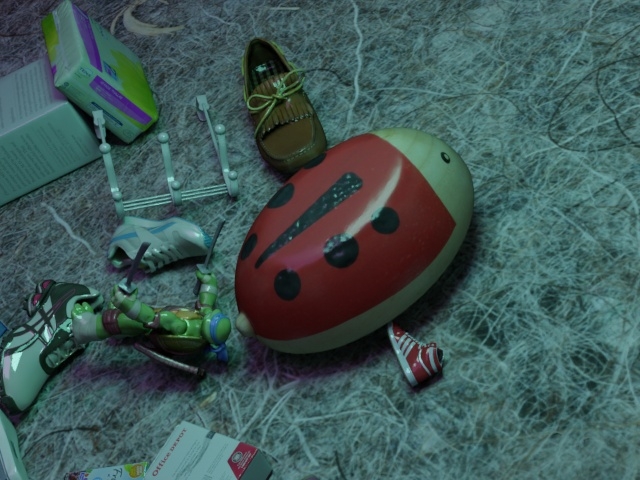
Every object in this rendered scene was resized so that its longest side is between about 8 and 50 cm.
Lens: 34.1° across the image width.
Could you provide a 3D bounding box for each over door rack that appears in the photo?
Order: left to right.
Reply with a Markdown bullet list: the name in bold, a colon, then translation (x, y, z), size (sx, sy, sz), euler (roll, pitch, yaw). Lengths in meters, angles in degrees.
- **over door rack**: translation (-0.308, -0.186, 2.012), size (0.239, 0.108, 0.324), euler (-10, 41, -13)

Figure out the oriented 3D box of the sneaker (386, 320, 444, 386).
- **sneaker**: translation (0.143, 0.157, 1.552), size (0.067, 0.042, 0.118), euler (-27, 50, 6)

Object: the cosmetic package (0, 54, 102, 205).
- **cosmetic package**: translation (-0.714, -0.197, 2.233), size (0.453, 0.161, 0.230), euler (-25, 42, 1)

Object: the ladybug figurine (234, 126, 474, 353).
- **ladybug figurine**: translation (0.038, -0.015, 1.616), size (0.449, 0.162, 0.305), euler (-44, 54, -10)

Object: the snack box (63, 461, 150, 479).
- **snack box**: translation (-0.324, 0.390, 1.558), size (0.141, 0.037, 0.100), euler (-10, 46, 17)

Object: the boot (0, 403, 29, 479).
- **boot**: translation (-0.536, 0.343, 1.684), size (0.086, 0.069, 0.190), euler (-28, 44, -6)

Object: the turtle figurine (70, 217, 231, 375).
- **turtle figurine**: translation (-0.269, 0.082, 1.700), size (0.266, 0.274, 0.198), euler (-10, 29, 30)

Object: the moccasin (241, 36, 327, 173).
- **moccasin**: translation (-0.078, -0.266, 1.997), size (0.139, 0.147, 0.380), euler (-20, 43, 8)

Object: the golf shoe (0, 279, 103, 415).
- **golf shoe**: translation (-0.470, 0.176, 1.796), size (0.120, 0.105, 0.273), euler (-1, 48, 16)

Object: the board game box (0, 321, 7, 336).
- **board game box**: translation (-0.674, 0.184, 1.842), size (0.047, 0.160, 0.210), euler (12, 54, 35)

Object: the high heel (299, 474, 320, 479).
- **high heel**: translation (-0.057, 0.413, 1.374), size (0.244, 0.082, 0.117), euler (-32, 31, -25)

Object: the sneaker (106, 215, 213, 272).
- **sneaker**: translation (-0.287, 0.013, 1.883), size (0.229, 0.087, 0.092), euler (0, 55, 36)

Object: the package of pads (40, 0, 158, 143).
- **package of pads**: translation (-0.468, -0.361, 2.223), size (0.101, 0.229, 0.296), euler (-40, 41, 14)

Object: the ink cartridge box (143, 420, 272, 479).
- **ink cartridge box**: translation (-0.164, 0.339, 1.510), size (0.150, 0.063, 0.109), euler (12, 55, 35)
